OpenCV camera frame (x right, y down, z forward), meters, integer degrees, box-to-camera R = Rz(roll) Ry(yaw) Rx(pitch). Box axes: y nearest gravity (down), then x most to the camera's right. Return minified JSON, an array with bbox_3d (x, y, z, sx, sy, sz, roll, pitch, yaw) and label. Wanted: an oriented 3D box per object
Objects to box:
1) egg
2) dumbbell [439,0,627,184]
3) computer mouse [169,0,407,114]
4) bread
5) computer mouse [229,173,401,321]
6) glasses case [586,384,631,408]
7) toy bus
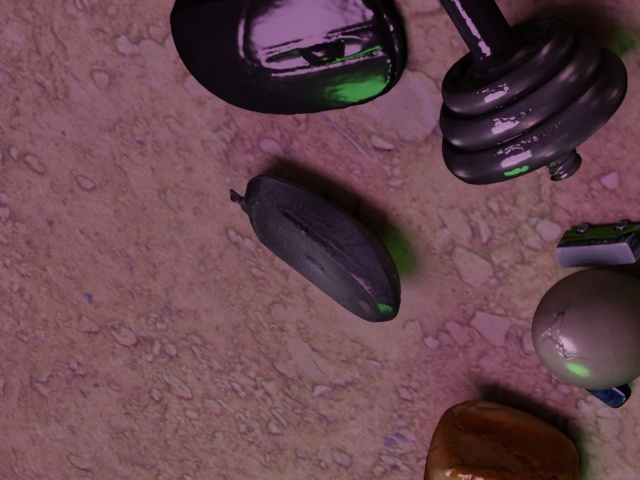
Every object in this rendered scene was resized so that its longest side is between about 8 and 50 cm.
[{"bbox_3d":[0.258,0.082,1.655,0.114,0.152,0.114,1,91,41],"label":"egg"},{"bbox_3d":[0.109,-0.218,1.467,0.179,0.179,0.406,-13,119,45],"label":"dumbbell"},{"bbox_3d":[-0.047,-0.186,1.696,0.270,0.086,0.137,3,129,36],"label":"computer mouse"},{"bbox_3d":[0.188,0.306,1.934,0.167,0.132,0.294,22,137,20],"label":"bread"},{"bbox_3d":[0.005,-0.003,1.844,0.229,0.068,0.113,39,155,19],"label":"computer mouse"},{"bbox_3d":[0.275,0.136,1.789,0.083,0.023,0.033,35,146,9],"label":"glasses case"},{"bbox_3d":[0.264,0.005,1.662,0.083,0.037,0.031,-4,124,41],"label":"toy bus"}]
